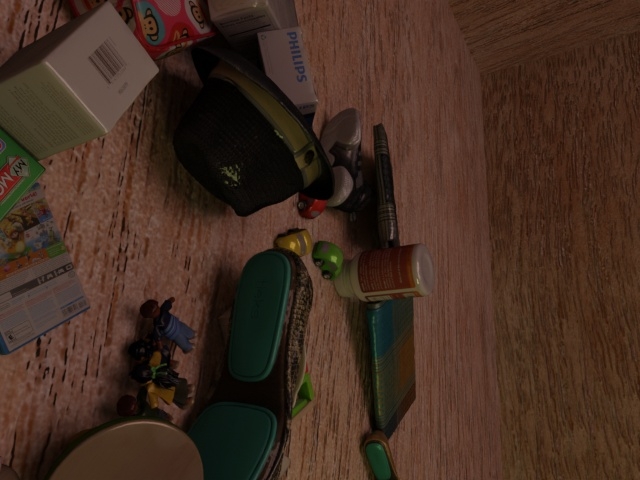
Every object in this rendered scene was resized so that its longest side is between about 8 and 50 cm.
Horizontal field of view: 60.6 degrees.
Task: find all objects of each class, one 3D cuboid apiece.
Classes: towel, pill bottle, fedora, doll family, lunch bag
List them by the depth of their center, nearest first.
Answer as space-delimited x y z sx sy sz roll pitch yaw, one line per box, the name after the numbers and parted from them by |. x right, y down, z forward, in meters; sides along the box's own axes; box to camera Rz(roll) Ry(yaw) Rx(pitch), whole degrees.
-0.219 0.165 0.736 0.111 0.076 0.193 51 19 -45 | doll family
-0.262 -0.416 0.787 0.258 0.120 0.293 -50 124 -54 | lunch bag
-0.129 -0.140 0.875 0.152 0.334 0.334 -47 131 -12 | fedora
0.145 0.078 1.273 0.121 0.216 0.121 25 61 -57 | pill bottle
0.189 0.300 1.424 0.271 0.040 0.371 -23 113 -60 | towel
0.173 -0.113 1.478 0.324 0.056 0.313 47 38 -74 | towel

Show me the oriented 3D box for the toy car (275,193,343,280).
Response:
0.000 0.000 1.203 0.225 0.053 0.239 56 37 -36 | toy car

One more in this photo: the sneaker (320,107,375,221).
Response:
0.069 -0.180 1.339 0.153 0.101 0.269 40 54 -51 | sneaker

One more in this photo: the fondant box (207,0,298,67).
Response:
-0.114 -0.439 0.968 0.330 0.096 0.239 21 58 -81 | fondant box

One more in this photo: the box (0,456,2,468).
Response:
-0.356 0.293 0.408 0.122 0.128 0.257 30 56 -54 | box

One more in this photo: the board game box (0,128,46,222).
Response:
-0.414 -0.028 0.464 0.213 0.046 0.317 53 39 -34 | board game box

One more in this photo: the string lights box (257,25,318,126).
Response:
-0.065 -0.251 0.983 0.260 0.076 0.134 120 -42 -78 | string lights box

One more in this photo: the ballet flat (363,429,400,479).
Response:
0.159 0.564 1.308 0.073 0.080 0.233 -38 117 -74 | ballet flat

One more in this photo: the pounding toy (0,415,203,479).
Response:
-0.265 0.285 0.630 0.236 0.110 0.183 -12 104 -33 | pounding toy

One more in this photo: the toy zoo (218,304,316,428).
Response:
-0.095 0.205 0.999 0.192 0.030 0.294 -23 102 -60 | toy zoo

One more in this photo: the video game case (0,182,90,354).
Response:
-0.342 0.028 0.625 0.119 0.015 0.166 -38 115 -57 | video game case

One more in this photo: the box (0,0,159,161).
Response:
-0.292 -0.169 0.610 0.091 0.170 0.130 55 38 -36 | box

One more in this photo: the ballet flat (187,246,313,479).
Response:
-0.094 0.248 0.839 0.182 0.163 0.483 54 44 -50 | ballet flat
